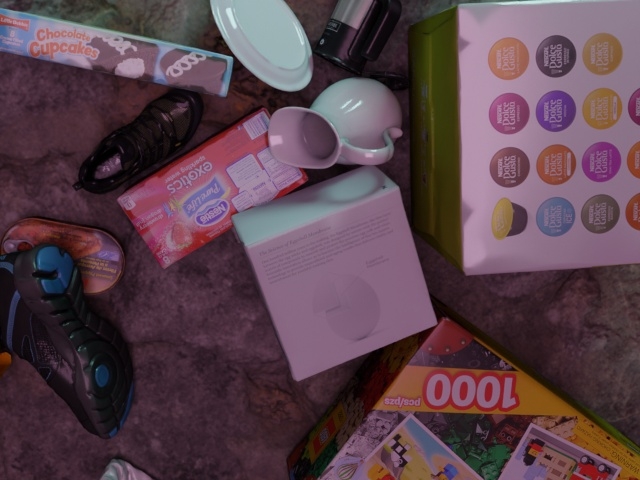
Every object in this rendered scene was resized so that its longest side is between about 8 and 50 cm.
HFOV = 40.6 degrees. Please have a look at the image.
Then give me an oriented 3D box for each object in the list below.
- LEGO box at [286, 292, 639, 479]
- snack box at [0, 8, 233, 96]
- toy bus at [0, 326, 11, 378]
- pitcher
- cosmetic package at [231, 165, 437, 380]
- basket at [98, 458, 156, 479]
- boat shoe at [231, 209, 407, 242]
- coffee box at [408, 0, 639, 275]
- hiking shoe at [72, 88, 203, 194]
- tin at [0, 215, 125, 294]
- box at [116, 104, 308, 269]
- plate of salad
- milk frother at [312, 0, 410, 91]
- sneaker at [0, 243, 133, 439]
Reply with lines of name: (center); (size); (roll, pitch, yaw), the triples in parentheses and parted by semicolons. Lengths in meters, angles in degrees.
LEGO box: (0.256, 0.377, 1.391); (0.500, 0.193, 0.372); (35, 95, -11)
snack box: (-0.285, -0.264, 1.219); (0.322, 0.187, 0.060); (11, 100, -7)
toy bus: (-0.599, 0.129, 1.294); (0.212, 0.149, 0.220); (-13, 105, 10)
pitcher: (0.054, -0.156, 1.234); (0.178, 0.207, 0.125); (22, 119, 27)
cosmetic package: (0.019, 0.041, 1.239); (0.224, 0.138, 0.224); (-21, 115, -6)
basket: (-0.276, 0.575, 1.315); (0.328, 0.331, 0.266); (36, 101, -10)
boat shoe: (0.000, 0.000, 1.343); (0.277, 0.098, 0.096); (-2, 100, -6)
coffee box: (0.313, -0.155, 1.222); (0.335, 0.338, 0.337); (-3, 100, -4)
hiking shoe: (-0.264, -0.141, 1.281); (0.227, 0.114, 0.086); (-40, 102, 3)
tin: (-0.397, 0.023, 1.340); (0.190, 0.040, 0.106); (11, 95, -7)
box: (-0.160, -0.084, 1.298); (0.257, 0.122, 0.128); (-32, 102, 1)
plate of salad: (-0.088, -0.299, 1.248); (0.048, 0.200, 0.200); (-28, 105, 36)
milk frother: (0.086, -0.309, 1.304); (0.143, 0.129, 0.134); (17, 102, -52)
sneaker: (-0.398, 0.159, 1.328); (0.140, 0.125, 0.340); (-9, 115, 22)
